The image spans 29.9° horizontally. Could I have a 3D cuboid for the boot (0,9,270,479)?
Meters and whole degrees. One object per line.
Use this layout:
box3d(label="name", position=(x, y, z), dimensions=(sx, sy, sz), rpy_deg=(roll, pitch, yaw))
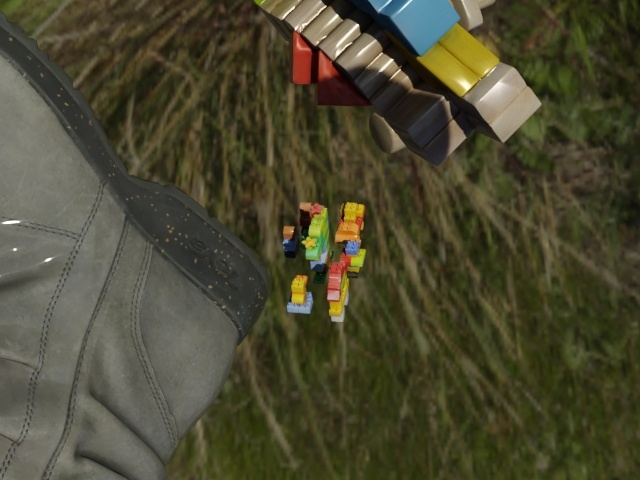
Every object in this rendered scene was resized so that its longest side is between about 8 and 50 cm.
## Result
box3d(label="boot", position=(-0.130, 0.018, 0.408), dimensions=(0.246, 0.161, 0.083), rpy_deg=(41, 143, -23))

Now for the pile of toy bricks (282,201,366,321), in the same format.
box3d(label="pile of toy bricks", position=(0.000, 0.000, 1.626), dimensions=(0.118, 0.212, 0.105), rpy_deg=(4, 134, 11))

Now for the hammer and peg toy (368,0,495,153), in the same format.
box3d(label="hammer and peg toy", position=(0.101, -0.304, 1.471), dimensions=(0.127, 0.361, 0.266), rpy_deg=(-26, -172, -28))

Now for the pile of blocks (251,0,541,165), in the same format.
box3d(label="pile of blocks", position=(-0.004, -0.183, 0.915), dimensions=(0.112, 0.362, 0.149), rpy_deg=(-46, 159, -4))
